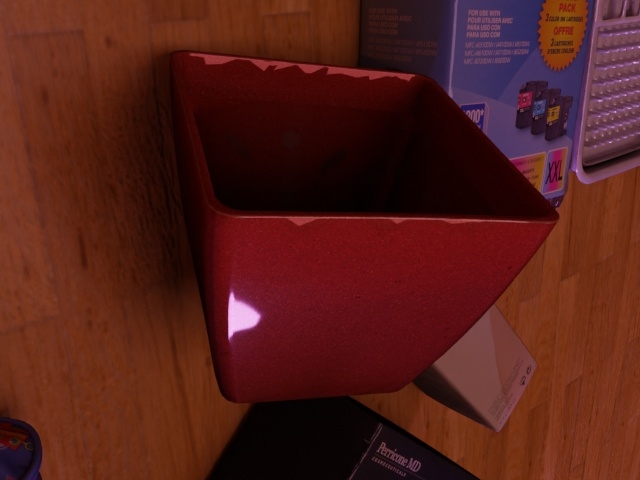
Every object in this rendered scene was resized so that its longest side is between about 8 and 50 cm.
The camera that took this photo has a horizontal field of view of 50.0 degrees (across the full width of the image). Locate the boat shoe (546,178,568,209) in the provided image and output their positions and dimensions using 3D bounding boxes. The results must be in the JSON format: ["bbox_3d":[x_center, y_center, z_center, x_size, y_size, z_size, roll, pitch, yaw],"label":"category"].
[{"bbox_3d":[0.328,-0.122,1.026,0.073,0.073,0.207,-42,128,-25],"label":"boat shoe"}]

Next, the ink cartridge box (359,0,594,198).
[{"bbox_3d":[0.185,-0.239,0.808,0.270,0.151,0.396,-14,113,-38],"label":"ink cartridge box"}]

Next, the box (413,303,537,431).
[{"bbox_3d":[0.156,0.121,0.914,0.121,0.148,0.311,-55,134,-13],"label":"box"}]

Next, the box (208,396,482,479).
[{"bbox_3d":[0.023,0.372,0.863,0.343,0.179,0.312,41,79,-43],"label":"box"}]

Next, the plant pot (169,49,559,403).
[{"bbox_3d":[0.000,0.000,0.628,0.267,0.267,0.236,0,126,-19],"label":"plant pot"}]

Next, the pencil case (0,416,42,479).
[{"bbox_3d":[-0.287,0.313,0.601,0.119,0.133,0.306,-3,110,-6],"label":"pencil case"}]

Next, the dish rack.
[{"bbox_3d":[0.476,-0.274,1.104,0.285,0.072,0.333,-18,117,-37],"label":"dish rack"}]
